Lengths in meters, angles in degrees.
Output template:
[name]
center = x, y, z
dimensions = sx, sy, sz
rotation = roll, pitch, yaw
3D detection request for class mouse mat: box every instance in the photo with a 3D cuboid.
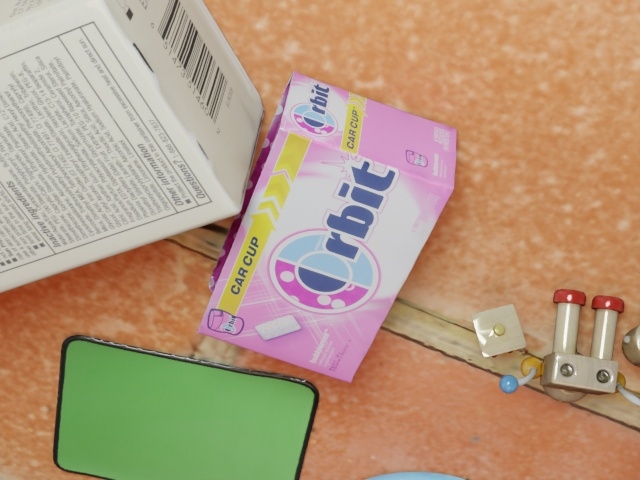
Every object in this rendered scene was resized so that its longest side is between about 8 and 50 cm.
[mouse mat]
center = -0.103, 0.140, 1.044
dimensions = 0.189, 0.007, 0.153
rotation = 11, 130, -3

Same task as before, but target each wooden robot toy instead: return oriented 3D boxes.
[wooden robot toy]
center = 0.178, 0.079, 0.933
dimensions = 0.173, 0.076, 0.079
rotation = 11, 165, -2

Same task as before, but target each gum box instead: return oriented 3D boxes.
[gum box]
center = 0.000, 0.000, 0.876
dimensions = 0.107, 0.062, 0.188
rotation = 18, 129, -7

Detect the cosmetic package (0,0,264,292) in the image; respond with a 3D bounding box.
[cosmetic package]
center = -0.207, -0.058, 0.824
dimensions = 0.309, 0.113, 0.160
rotation = -16, 126, 21

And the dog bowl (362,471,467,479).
[dog bowl]
center = 0.100, 0.308, 1.113
dimensions = 0.165, 0.074, 0.297
rotation = -14, 127, 18
